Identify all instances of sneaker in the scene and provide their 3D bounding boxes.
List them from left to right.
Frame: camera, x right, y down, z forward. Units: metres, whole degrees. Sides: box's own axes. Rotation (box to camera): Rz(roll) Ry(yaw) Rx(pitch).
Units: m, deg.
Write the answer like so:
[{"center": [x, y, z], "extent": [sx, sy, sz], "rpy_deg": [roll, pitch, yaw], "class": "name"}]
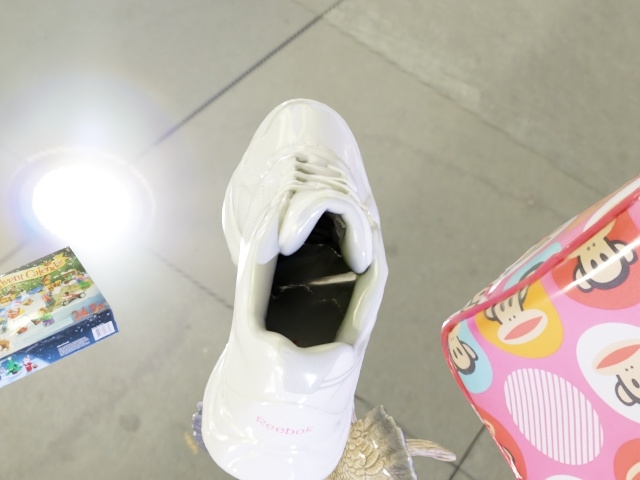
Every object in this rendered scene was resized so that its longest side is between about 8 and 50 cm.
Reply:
[{"center": [0.000, 0.000, 0.561], "extent": [0.090, 0.115, 0.232], "rpy_deg": [10, 49, -11], "class": "sneaker"}]

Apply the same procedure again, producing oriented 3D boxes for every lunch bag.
[{"center": [0.220, 0.086, 0.589], "extent": [0.120, 0.293, 0.258], "rpy_deg": [-31, 84, -36], "class": "lunch bag"}]

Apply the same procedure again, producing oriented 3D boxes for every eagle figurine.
[{"center": [0.006, 0.228, 1.239], "extent": [0.226, 0.298, 0.225], "rpy_deg": [-26, 81, 10], "class": "eagle figurine"}]

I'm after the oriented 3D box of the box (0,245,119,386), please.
[{"center": [-0.388, 0.106, 1.396], "extent": [0.233, 0.044, 0.159], "rpy_deg": [-25, 40, -18], "class": "box"}]
